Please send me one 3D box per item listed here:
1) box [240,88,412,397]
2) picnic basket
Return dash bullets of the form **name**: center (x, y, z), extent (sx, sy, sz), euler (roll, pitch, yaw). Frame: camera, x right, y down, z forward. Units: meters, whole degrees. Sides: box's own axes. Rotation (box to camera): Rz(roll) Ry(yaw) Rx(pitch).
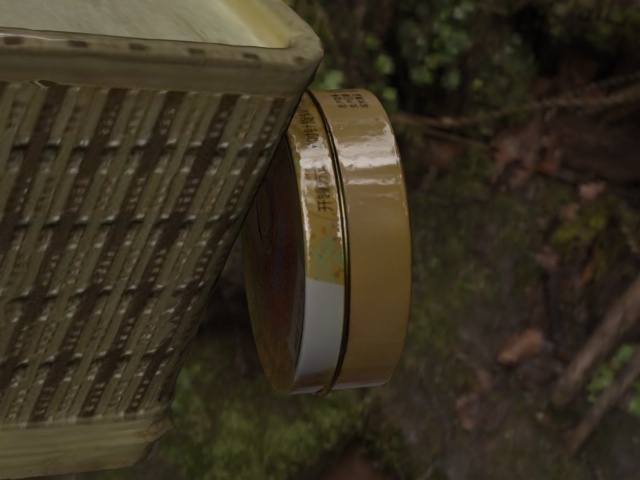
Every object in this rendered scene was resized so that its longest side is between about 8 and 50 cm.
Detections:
- **box**: center (0.000, 0.000, 0.538), extent (0.037, 0.106, 0.106), euler (-3, 43, -14)
- **picnic basket**: center (-0.197, -0.044, 0.476), extent (0.312, 0.175, 0.228), euler (-1, 38, -40)
